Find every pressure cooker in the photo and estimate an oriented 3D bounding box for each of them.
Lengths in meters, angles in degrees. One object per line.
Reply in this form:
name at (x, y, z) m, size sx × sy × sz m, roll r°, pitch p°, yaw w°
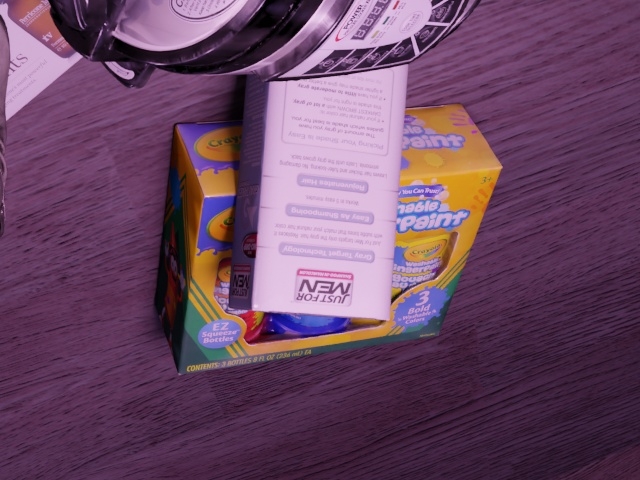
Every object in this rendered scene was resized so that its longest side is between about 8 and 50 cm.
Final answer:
pressure cooker at (-0.064, -0.331, 1.044) m, size 0.420 × 0.375 × 0.370 m, roll -11°, pitch 99°, yaw -50°

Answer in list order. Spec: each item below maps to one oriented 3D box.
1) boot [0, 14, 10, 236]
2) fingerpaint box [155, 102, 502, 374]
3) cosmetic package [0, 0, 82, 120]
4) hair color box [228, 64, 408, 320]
boot at (-0.364, -0.125, 1.207) m, size 0.083 × 0.161 × 0.247 m, roll -8°, pitch 139°, yaw -19°
fingerpaint box at (0.000, 0.000, 1.667) m, size 0.444 × 0.163 × 0.371 m, roll -6°, pitch 136°, yaw -21°
cosmetic package at (-0.367, -0.297, 1.219) m, size 0.377 × 0.097 × 0.284 m, roll -37°, pitch 136°, yaw 15°
hair color box at (-0.002, -0.092, 1.417) m, size 0.185 × 0.375 × 0.113 m, roll 6°, pitch 176°, yaw -21°
